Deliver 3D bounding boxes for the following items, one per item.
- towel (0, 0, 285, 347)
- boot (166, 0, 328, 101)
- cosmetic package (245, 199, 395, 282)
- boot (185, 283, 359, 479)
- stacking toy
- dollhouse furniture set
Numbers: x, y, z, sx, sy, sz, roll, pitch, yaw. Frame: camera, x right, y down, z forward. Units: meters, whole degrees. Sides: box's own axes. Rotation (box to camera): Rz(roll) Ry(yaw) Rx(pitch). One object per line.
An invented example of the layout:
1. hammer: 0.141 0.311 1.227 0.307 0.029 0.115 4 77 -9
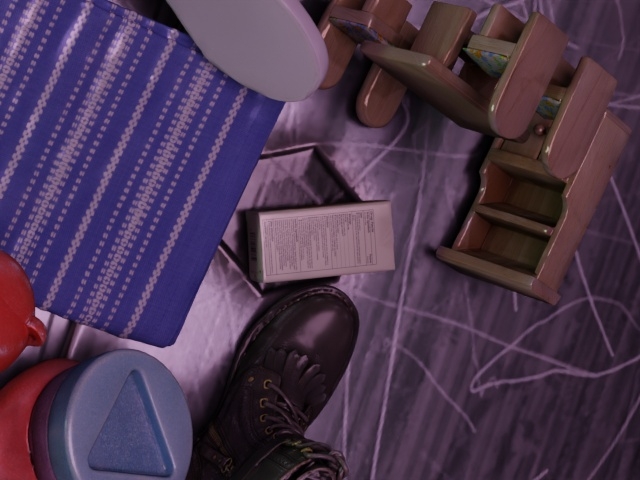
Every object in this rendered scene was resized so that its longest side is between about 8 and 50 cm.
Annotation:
1. towel: -0.206 -0.073 1.424 0.336 0.040 0.243 22 95 -29
2. boot: -0.076 -0.227 1.434 0.258 0.095 0.123 44 41 -5
3. cosmetic package: 0.000 0.000 1.531 0.115 0.041 0.060 -4 94 -18
4. boot: -0.025 0.157 1.434 0.091 0.229 0.263 36 82 -17
5. stacking toy: -0.223 0.163 1.340 0.309 0.130 0.279 39 56 -39
6. dollhouse furniture set: 0.118 -0.075 1.481 0.242 0.212 0.161 32 81 -45
